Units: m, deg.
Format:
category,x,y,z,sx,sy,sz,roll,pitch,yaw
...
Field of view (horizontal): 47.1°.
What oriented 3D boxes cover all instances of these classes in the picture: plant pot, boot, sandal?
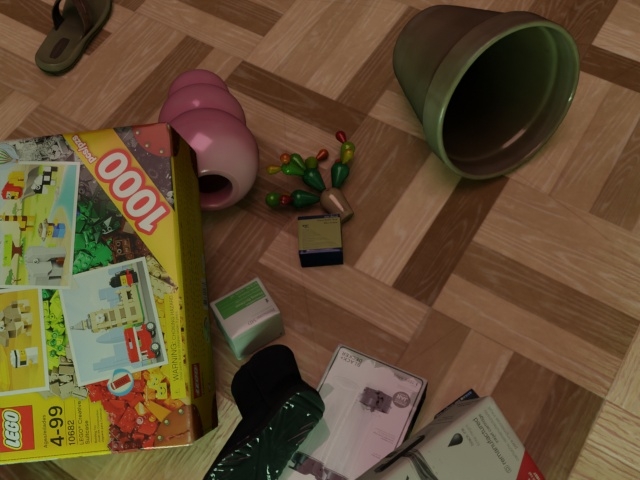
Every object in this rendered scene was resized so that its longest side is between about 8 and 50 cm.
category,x,y,z,sx,sy,sz,roll,pitch,yaw
plant pot,0.292,-0.326,1.456,0.323,0.323,0.280,-28,45,-11
boot,-0.110,0.296,1.190,0.094,0.207,0.246,43,87,-21
sandal,-0.587,-0.528,1.743,0.120,0.086,0.303,8,61,9

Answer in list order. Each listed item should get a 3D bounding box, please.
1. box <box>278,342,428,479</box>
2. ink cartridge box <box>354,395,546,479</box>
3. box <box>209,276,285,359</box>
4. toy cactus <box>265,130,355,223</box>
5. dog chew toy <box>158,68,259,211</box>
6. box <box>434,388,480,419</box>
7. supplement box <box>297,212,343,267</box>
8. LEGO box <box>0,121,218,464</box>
category,x,y,z,sx,sy,sz,roll,pitch,yaw
box,0.044,0.334,1.192,0.169,0.087,0.290,20,63,15
ink cartridge box,0.182,0.387,1.076,0.273,0.114,0.197,-30,83,-24
box,-0.129,0.140,1.310,0.101,0.102,0.087,-29,64,-13
toy cactus,0.002,-0.116,1.459,0.219,0.112,0.180,-33,72,-23
dog chew toy,-0.237,-0.219,1.478,0.206,0.207,0.332,-12,52,-2
box,0.244,0.300,1.234,0.083,0.018,0.067,-32,62,-13
supplement box,0.000,0.000,1.406,0.083,0.056,0.083,-4,60,2
LEGO box,-0.386,0.088,1.210,0.372,0.193,0.500,-7,82,2
